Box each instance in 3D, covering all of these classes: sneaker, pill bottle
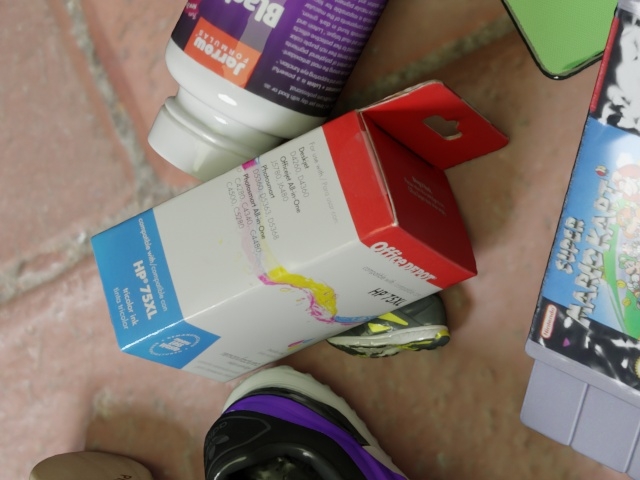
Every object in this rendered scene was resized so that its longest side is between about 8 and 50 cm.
[{"bbox_3d":[0.046,0.200,0.994,0.293,0.146,0.102,34,105,3],"label":"sneaker"},{"bbox_3d":[-0.027,-0.128,1.003,0.108,0.108,0.193,30,104,11],"label":"pill bottle"},{"bbox_3d":[0.043,0.053,1.049,0.083,0.031,0.035,-6,69,23],"label":"sneaker"}]

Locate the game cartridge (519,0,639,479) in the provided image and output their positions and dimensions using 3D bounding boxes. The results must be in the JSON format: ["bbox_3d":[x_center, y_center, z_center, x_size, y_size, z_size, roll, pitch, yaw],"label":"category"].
[{"bbox_3d":[0.239,0.002,0.882,0.230,0.068,0.355,22,126,18],"label":"game cartridge"}]

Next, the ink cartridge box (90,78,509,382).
[{"bbox_3d":[0.000,0.000,0.989,0.231,0.134,0.078,-24,68,19],"label":"ink cartridge box"}]

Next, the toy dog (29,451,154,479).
[{"bbox_3d":[-0.113,0.254,0.997,0.161,0.333,0.220,2,123,0],"label":"toy dog"}]

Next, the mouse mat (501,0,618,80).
[{"bbox_3d":[0.156,-0.209,0.992,0.153,0.007,0.189,-29,87,18],"label":"mouse mat"}]
